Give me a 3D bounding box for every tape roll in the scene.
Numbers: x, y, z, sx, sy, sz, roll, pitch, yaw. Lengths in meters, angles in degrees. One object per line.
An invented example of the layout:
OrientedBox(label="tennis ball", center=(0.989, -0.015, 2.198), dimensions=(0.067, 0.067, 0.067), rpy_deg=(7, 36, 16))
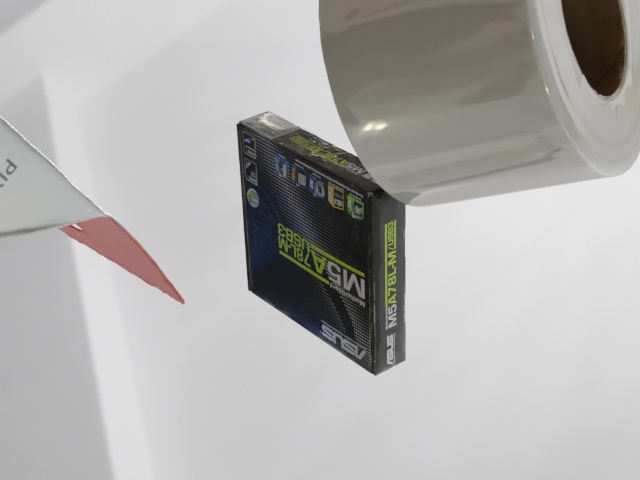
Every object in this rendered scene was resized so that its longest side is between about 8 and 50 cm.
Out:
OrientedBox(label="tape roll", center=(0.133, -0.156, 1.075), dimensions=(0.169, 0.246, 0.246), rpy_deg=(-9, -131, 33))

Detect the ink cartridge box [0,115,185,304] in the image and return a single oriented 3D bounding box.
OrientedBox(label="ink cartridge box", center=(-0.298, -0.069, 0.938), dimensions=(0.308, 0.385, 0.091), rpy_deg=(27, -105, 34))

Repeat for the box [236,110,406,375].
OrientedBox(label="box", center=(0.000, 0.000, 1.245), dimensions=(0.045, 0.184, 0.190), rpy_deg=(-22, -143, -33))
